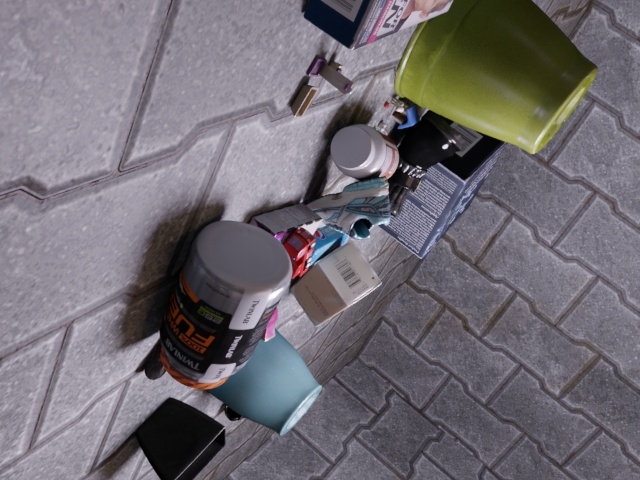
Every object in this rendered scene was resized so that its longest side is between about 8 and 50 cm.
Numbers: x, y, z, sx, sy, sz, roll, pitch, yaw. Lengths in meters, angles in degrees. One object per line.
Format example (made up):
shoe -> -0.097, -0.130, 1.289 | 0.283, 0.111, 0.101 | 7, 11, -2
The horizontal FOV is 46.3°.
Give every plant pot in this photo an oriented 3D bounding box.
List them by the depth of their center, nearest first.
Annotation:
plant pot -> 0.421, -0.390, 1.726 | 0.366, 0.353, 0.366 | -47, 166, -16
plant pot -> -0.366, 0.516, 1.910 | 0.188, 0.167, 0.187 | -45, 164, -26
plant pot -> -0.147, 0.410, 2.149 | 0.271, 0.255, 0.271 | -47, 166, -16

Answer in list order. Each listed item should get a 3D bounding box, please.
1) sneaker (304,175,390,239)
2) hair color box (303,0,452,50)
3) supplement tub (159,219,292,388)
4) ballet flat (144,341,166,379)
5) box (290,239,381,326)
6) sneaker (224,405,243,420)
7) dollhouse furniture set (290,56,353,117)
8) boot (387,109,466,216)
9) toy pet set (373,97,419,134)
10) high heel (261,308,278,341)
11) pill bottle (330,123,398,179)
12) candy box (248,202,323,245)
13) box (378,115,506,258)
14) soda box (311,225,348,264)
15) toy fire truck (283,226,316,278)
sneaker -> 0.056, -0.053, 1.724 | 0.110, 0.122, 0.283 | -10, 173, -34
hair color box -> 0.133, -0.440, 1.211 | 0.347, 0.105, 0.174 | -37, 160, -47
supplement tub -> -0.193, 0.132, 1.439 | 0.193, 0.193, 0.316 | -33, 156, -51
ballet flat -> -0.320, 0.222, 1.599 | 0.173, 0.057, 0.049 | -51, -153, 1
box -> 0.035, 0.126, 2.058 | 0.121, 0.148, 0.311 | -33, 174, -23
sneaker -> -0.255, 0.542, 2.486 | 0.146, 0.102, 0.293 | -42, 159, -19
dollhouse furniture set -> 0.013, -0.255, 1.342 | 0.114, 0.081, 0.091 | -57, 165, 21
boot -> 0.234, -0.189, 1.959 | 0.260, 0.131, 0.348 | -51, -176, -3
toy pet set -> 0.189, -0.289, 1.841 | 0.114, 0.065, 0.122 | -37, 160, -45
high heel -> -0.201, 0.233, 1.957 | 0.244, 0.082, 0.117 | -19, 119, -43
pill bottle -> 0.096, -0.195, 1.675 | 0.121, 0.121, 0.216 | -54, 165, 10
candy box -> -0.105, 0.010, 1.658 | 0.159, 0.071, 0.233 | -58, 164, 22
box -> 0.377, -0.189, 2.382 | 0.293, 0.212, 0.395 | -42, 164, -35
soda box -> 0.000, 0.000, 1.958 | 0.067, 0.071, 0.210 | -57, 165, 28
toy fire truck -> -0.079, 0.066, 1.633 | 0.135, 0.047, 0.192 | -42, 163, -28
